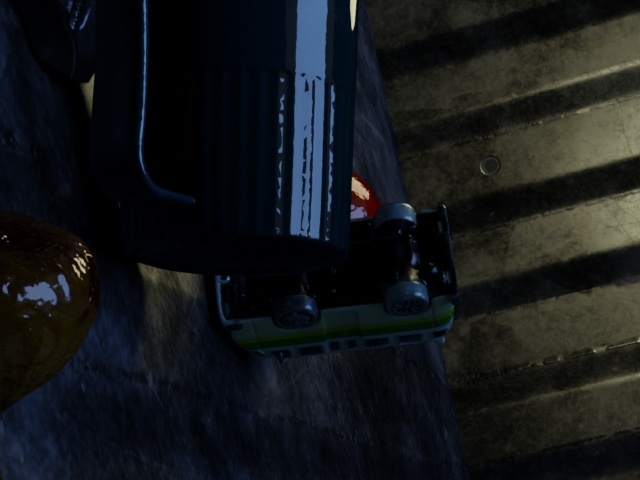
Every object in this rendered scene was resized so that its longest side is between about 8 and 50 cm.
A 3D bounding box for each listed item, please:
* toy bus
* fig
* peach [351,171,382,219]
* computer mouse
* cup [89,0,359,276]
[{"bbox_3d":[0.021,0.060,1.795,0.165,0.276,0.134,79,5,-59],"label":"toy bus"},{"bbox_3d":[-0.223,0.083,1.052,0.146,0.133,0.201,-23,122,-50],"label":"fig"},{"bbox_3d":[0.000,0.000,1.966,0.192,0.190,0.190,59,8,14],"label":"peach"},{"bbox_3d":[-0.244,-0.233,1.412,0.106,0.062,0.192,-80,155,-59],"label":"computer mouse"},{"bbox_3d":[-0.082,-0.125,1.473,0.308,0.242,0.292,92,-1,-81],"label":"cup"}]
